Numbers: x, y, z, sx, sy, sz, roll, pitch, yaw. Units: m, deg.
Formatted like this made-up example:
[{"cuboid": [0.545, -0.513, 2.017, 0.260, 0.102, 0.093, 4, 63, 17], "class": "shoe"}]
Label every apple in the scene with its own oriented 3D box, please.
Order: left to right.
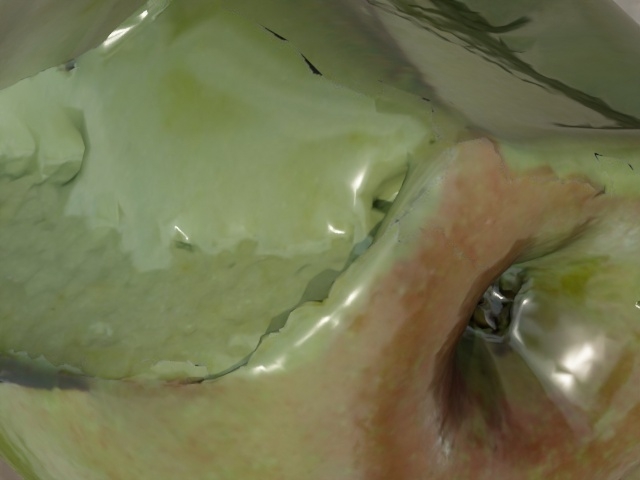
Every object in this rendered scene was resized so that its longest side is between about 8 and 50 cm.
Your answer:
[{"cuboid": [0.000, 0.000, 0.458, 0.188, 0.207, 0.173, -125, 34, -44], "class": "apple"}]

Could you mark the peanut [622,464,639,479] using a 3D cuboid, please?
[{"cuboid": [0.094, 0.164, 0.900, 0.152, 0.313, 0.152, 36, 148, 27], "class": "peanut"}]
